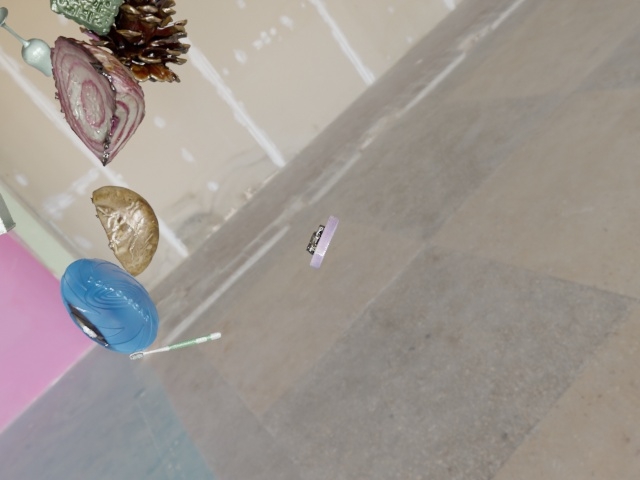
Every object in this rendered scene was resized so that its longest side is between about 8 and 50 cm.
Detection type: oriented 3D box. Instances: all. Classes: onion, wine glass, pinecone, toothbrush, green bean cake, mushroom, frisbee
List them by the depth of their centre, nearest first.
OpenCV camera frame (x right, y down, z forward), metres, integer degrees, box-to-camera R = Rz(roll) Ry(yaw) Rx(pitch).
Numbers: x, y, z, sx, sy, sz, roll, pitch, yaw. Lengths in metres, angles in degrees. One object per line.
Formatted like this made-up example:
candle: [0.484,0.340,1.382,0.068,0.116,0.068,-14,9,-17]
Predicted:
frisbee: [-0.436,0.128,1.338,0.045,0.242,0.242,-41,20,21]
onion: [-0.542,-0.374,1.542,0.146,0.280,0.314,-31,-15,-34]
wine glass: [-0.784,-0.522,1.676,0.079,0.195,0.079,-11,62,21]
toothbrush: [-0.408,0.297,1.776,0.257,0.018,0.024,-13,11,-12]
green bean cake: [-0.660,-0.697,1.791,0.173,0.181,0.094,-58,30,14]
mushroom: [-0.557,-0.039,1.873,0.151,0.286,0.156,-21,15,-4]
pinecone: [-0.597,-0.687,2.023,0.384,0.384,0.384,-32,23,15]

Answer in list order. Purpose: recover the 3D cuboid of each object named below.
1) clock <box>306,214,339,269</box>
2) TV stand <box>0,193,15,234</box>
clock: [0.000,0.000,1.985,0.198,0.064,0.172,-69,1,-87]
TV stand: [-0.822,-0.017,1.374,0.269,0.088,0.083,-19,14,-7]
